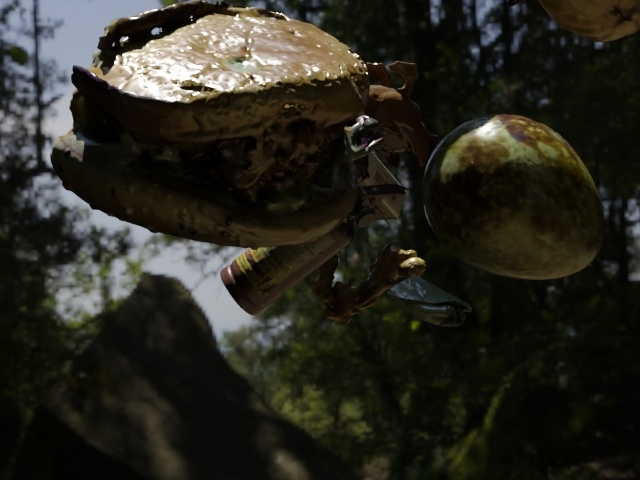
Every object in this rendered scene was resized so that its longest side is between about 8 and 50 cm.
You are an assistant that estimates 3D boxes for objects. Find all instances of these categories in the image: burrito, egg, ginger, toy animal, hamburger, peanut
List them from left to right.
[{"bbox_3d":[-0.086,-0.117,1.044,0.277,0.195,0.318,27,31,28],"label":"hamburger"},{"bbox_3d":[0.083,0.078,1.925,0.193,0.176,0.052,20,-6,21],"label":"ginger"},{"bbox_3d":[0.090,-0.137,1.364,0.089,0.179,0.188,-1,-22,45],"label":"toy animal"},{"bbox_3d":[0.161,0.093,1.529,0.118,0.044,0.074,30,39,32],"label":"burrito"},{"bbox_3d":[0.294,-0.061,1.569,0.289,0.238,0.238,29,7,13],"label":"egg"},{"bbox_3d":[0.183,-0.253,0.806,0.098,0.229,0.103,-41,15,-6],"label":"peanut"}]

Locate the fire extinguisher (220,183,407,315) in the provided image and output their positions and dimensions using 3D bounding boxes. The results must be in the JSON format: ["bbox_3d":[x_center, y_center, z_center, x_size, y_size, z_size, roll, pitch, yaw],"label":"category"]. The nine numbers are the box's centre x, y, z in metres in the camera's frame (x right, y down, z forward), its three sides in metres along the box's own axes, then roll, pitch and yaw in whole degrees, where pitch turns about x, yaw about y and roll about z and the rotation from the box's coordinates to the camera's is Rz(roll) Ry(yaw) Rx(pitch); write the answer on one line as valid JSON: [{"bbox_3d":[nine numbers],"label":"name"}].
[{"bbox_3d":[-0.005,-0.006,1.330,0.252,0.075,0.106,-38,-12,9],"label":"fire extinguisher"}]

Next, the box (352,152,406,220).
[{"bbox_3d":[-0.006,-0.152,1.960,0.200,0.065,0.343,-2,-33,37],"label":"box"}]

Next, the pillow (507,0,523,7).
[{"bbox_3d":[0.380,-0.547,1.797,0.189,0.255,0.034,-21,-23,36],"label":"pillow"}]
